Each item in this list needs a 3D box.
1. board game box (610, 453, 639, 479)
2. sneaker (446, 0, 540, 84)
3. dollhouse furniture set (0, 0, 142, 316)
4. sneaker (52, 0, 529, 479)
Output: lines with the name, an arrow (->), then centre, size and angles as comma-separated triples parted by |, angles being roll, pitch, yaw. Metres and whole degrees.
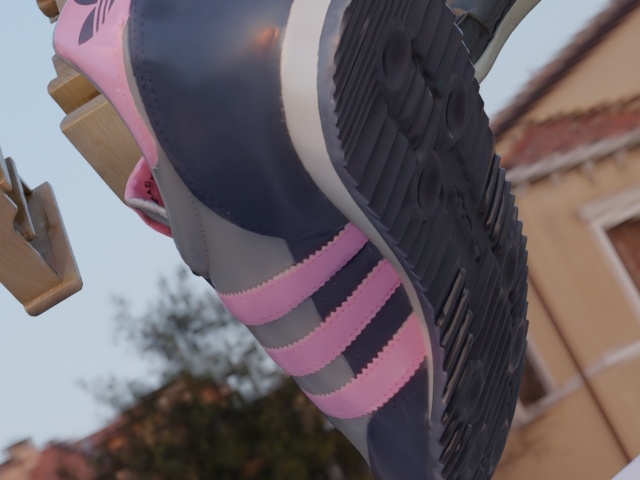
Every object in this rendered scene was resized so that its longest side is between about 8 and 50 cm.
board game box -> 0.099, 0.130, 0.561 | 0.318, 0.066, 0.318 | -41, -20, -1
sneaker -> 0.058, -0.158, 1.151 | 0.083, 0.118, 0.222 | -8, 32, 45
dollhouse furniture set -> -0.139, -0.089, 1.254 | 0.242, 0.212, 0.161 | -31, -46, 6
sneaker -> 0.000, 0.000, 0.756 | 0.319, 0.131, 0.112 | 71, -143, -49
